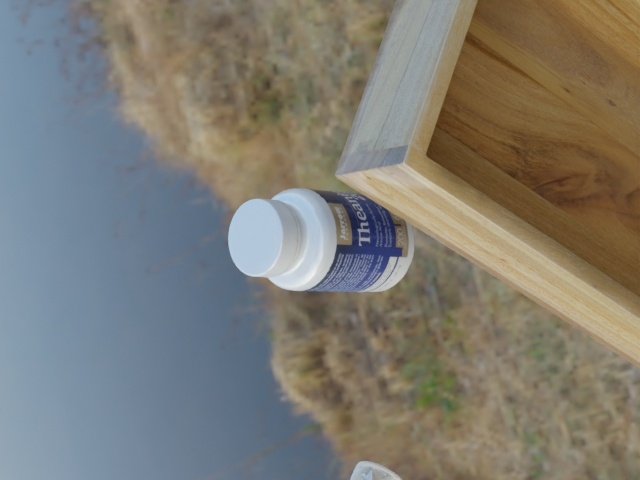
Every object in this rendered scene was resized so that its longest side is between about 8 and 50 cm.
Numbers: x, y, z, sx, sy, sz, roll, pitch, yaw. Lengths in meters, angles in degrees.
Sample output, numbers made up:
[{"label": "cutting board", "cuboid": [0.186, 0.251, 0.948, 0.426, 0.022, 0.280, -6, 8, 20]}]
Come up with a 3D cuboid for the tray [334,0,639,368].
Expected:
[{"label": "tray", "cuboid": [0.208, -0.039, 0.995, 0.076, 0.411, 0.202, -7, 58, 54]}]

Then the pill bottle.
[{"label": "pill bottle", "cuboid": [0.000, 0.000, 0.984, 0.067, 0.120, 0.067, -3, 86, 43]}]

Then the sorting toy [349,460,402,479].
[{"label": "sorting toy", "cuboid": [0.048, 0.166, 0.787, 0.083, 0.075, 0.045, -89, 21, -60]}]
